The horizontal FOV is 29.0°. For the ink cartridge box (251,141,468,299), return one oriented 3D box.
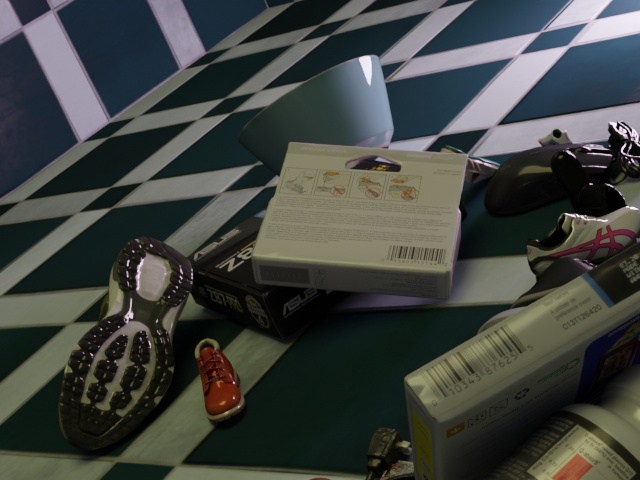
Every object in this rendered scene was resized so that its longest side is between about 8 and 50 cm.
[{"bbox_3d":[0.068,-0.034,1.890,0.296,0.066,0.261,5,45,12],"label":"ink cartridge box"}]

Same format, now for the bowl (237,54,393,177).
[{"bbox_3d":[0.015,-0.202,2.359,0.311,0.163,0.311,-29,-5,-3],"label":"bowl"}]

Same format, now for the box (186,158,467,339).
[{"bbox_3d":[0.000,0.000,2.065,0.395,0.097,0.318,-33,22,-22],"label":"box"}]

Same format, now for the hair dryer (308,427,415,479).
[{"bbox_3d":[0.057,0.282,1.329,0.224,0.080,0.293,-14,24,50],"label":"hair dryer"}]

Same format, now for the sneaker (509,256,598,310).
[{"bbox_3d":[0.354,0.056,1.567,0.222,0.083,0.118,-10,25,36],"label":"sneaker"}]

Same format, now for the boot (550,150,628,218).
[{"bbox_3d":[0.391,-0.075,1.793,0.045,0.121,0.099,-32,16,-13],"label":"boot"}]

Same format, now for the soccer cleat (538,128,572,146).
[{"bbox_3d":[0.403,-0.177,2.132,0.029,0.035,0.083,-32,22,-17],"label":"soccer cleat"}]

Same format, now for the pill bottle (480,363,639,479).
[{"bbox_3d":[0.226,0.247,1.099,0.278,0.162,0.162,-39,24,-14],"label":"pill bottle"}]

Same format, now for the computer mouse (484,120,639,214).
[{"bbox_3d":[0.383,-0.123,1.977,0.272,0.072,0.188,-20,22,12],"label":"computer mouse"}]

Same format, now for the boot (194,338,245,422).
[{"bbox_3d":[-0.152,0.200,1.775,0.059,0.084,0.158,-23,22,-1],"label":"boot"}]

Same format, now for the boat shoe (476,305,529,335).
[{"bbox_3d":[0.348,0.119,1.411,0.335,0.121,0.119,2,24,29],"label":"boat shoe"}]

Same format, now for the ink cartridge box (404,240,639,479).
[{"bbox_3d":[0.228,0.149,1.204,0.304,0.307,0.072,-30,60,-13],"label":"ink cartridge box"}]

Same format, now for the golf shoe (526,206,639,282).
[{"bbox_3d":[0.367,-0.006,1.698,0.186,0.086,0.067,-30,20,-17],"label":"golf shoe"}]

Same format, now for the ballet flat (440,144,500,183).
[{"bbox_3d":[0.247,-0.123,2.096,0.057,0.052,0.168,25,8,39],"label":"ballet flat"}]

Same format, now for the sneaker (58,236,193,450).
[{"bbox_3d":[-0.312,0.189,1.960,0.410,0.158,0.182,-72,8,-48],"label":"sneaker"}]
